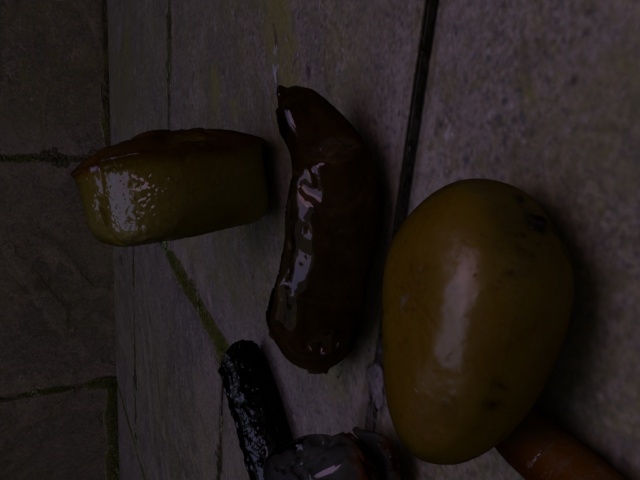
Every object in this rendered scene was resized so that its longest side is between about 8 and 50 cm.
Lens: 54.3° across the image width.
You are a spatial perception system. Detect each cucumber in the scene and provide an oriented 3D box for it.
[{"bbox_3d":[-0.078,0.282,0.880,0.304,0.072,0.081,65,146,35],"label":"cucumber"}]

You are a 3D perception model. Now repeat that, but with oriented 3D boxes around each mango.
[{"bbox_3d":[0.097,0.056,0.423,0.137,0.098,0.195,29,108,56],"label":"mango"}]

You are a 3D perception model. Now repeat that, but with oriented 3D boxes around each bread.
[{"bbox_3d":[-0.202,-0.076,0.866,0.269,0.269,0.148,0,100,65],"label":"bread"}]

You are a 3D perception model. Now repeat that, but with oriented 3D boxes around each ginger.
[{"bbox_3d":[0.002,0.009,0.634,0.133,0.106,0.310,-110,23,-65],"label":"ginger"}]

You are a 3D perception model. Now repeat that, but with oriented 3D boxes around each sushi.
[{"bbox_3d":[-0.008,0.315,0.668,0.124,0.129,0.332,-122,35,-50],"label":"sushi"}]

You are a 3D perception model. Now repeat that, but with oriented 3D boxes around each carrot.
[{"bbox_3d":[0.145,0.139,0.422,0.139,0.048,0.048,-139,50,-60],"label":"carrot"}]
